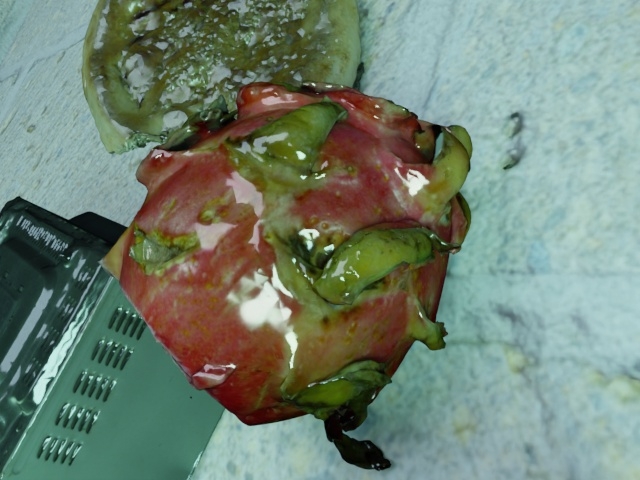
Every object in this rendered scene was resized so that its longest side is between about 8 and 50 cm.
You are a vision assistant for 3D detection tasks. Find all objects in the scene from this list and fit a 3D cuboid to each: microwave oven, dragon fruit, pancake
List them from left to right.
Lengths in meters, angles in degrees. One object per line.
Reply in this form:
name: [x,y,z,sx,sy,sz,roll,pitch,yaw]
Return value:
microwave oven: [-0.282,0.112,0.721,0.355,0.218,0.286,19,80,48]
pancake: [-0.128,-0.244,0.787,0.383,0.071,0.382,-4,70,10]
dragon fruit: [0.000,0.000,0.511,0.291,0.250,0.269,-38,53,-13]
